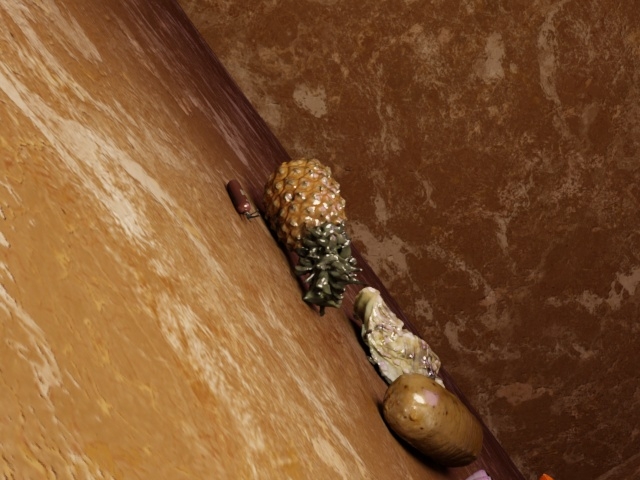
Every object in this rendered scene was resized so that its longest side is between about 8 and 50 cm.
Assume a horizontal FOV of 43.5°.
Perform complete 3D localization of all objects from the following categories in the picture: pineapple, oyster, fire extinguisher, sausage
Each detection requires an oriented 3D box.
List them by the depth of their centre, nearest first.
[{"bbox_3d":[-0.132,-0.058,1.366,0.046,0.032,0.100,98,-27,-42],"label":"fire extinguisher"},{"bbox_3d":[0.000,0.000,1.476,0.169,0.169,0.340,49,12,-48],"label":"pineapple"},{"bbox_3d":[0.238,0.366,1.548,0.136,0.123,0.501,26,-10,29],"label":"sausage"},{"bbox_3d":[0.174,0.234,1.757,0.351,0.115,0.238,53,7,-28],"label":"oyster"}]

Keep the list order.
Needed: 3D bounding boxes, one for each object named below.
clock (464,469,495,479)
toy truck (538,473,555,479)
[{"bbox_3d":[0.372,0.580,1.612,0.227,0.090,0.248,56,4,-1],"label":"clock"},{"bbox_3d":[0.308,0.426,1.144,0.114,0.253,0.107,51,6,-9],"label":"toy truck"}]
